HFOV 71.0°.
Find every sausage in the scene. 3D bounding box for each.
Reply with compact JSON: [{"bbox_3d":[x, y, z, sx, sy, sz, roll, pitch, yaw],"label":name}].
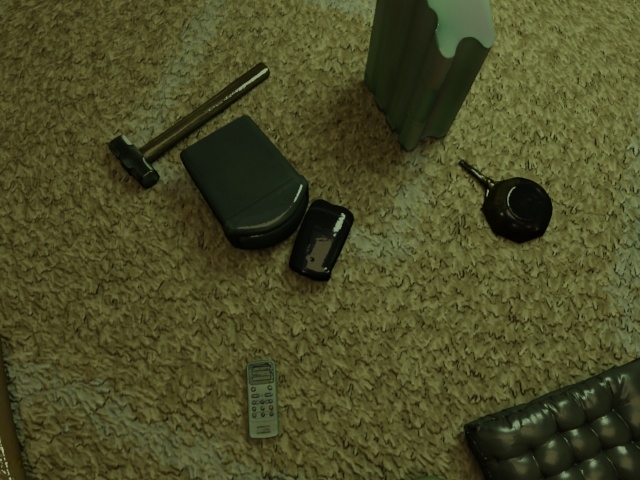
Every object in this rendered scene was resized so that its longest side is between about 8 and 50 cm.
[{"bbox_3d":[-0.518,0.293,0.713,0.065,0.066,0.302,-21,71,-9],"label":"sausage"}]

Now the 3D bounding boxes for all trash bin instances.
[{"bbox_3d":[-0.133,-0.100,0.838,0.176,0.101,0.236,-35,74,-11],"label":"trash bin"}]

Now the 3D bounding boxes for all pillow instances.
[{"bbox_3d":[0.420,0.348,0.705,0.325,0.101,0.228,-18,70,-9],"label":"pillow"}]

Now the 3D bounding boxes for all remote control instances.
[{"bbox_3d":[-0.098,0.266,0.755,0.053,0.018,0.125,-3,72,-3],"label":"remote control"}]

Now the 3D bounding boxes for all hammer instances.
[{"bbox_3d":[-0.250,-0.256,0.921,0.365,0.043,0.111,-42,76,-16],"label":"hammer"}]

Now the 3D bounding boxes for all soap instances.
[{"bbox_3d":[0.182,-0.341,0.797,0.114,0.347,0.208,-24,73,-8],"label":"soap"}]

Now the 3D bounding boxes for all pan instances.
[{"bbox_3d":[0.353,-0.080,0.870,0.201,0.048,0.129,23,73,6],"label":"pan"}]

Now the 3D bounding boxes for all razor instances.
[{"bbox_3d":[0.000,0.000,0.830,0.089,0.054,0.148,19,71,9],"label":"razor"}]

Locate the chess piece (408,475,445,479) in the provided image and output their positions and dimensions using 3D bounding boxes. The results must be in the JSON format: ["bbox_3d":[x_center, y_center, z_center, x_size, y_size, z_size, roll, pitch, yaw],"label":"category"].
[{"bbox_3d":[0.055,0.427,0.634,0.329,0.182,0.183,-5,71,-9],"label":"chess piece"}]
